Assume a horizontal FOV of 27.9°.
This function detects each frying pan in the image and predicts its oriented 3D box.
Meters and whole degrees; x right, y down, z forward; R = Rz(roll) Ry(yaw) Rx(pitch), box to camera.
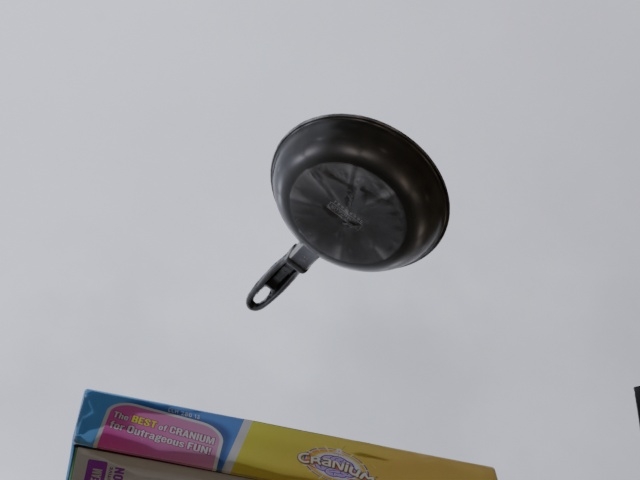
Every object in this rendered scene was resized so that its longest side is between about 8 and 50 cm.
[{"bbox_3d":[-0.014,-0.023,1.372,0.197,0.326,0.053,55,-143,-22],"label":"frying pan"}]

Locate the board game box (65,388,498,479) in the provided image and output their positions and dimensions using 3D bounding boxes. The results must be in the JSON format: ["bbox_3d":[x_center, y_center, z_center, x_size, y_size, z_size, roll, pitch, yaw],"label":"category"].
[{"bbox_3d":[-0.048,0.253,0.984,0.316,0.064,0.242,13,-61,-8],"label":"board game box"}]

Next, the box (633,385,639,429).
[{"bbox_3d":[0.321,0.206,1.066,0.220,0.051,0.175,13,-111,-62],"label":"box"}]
